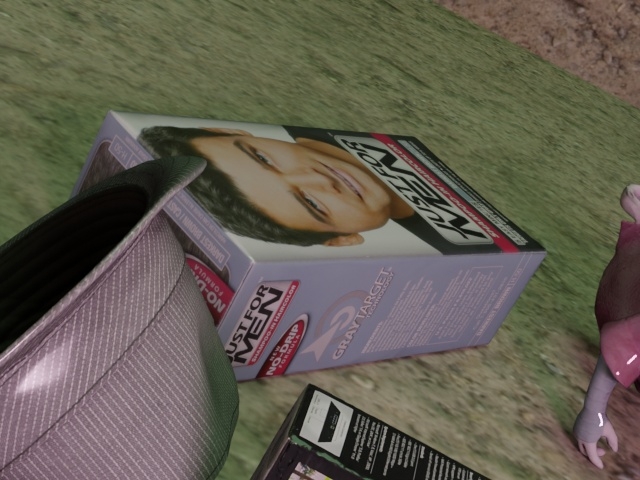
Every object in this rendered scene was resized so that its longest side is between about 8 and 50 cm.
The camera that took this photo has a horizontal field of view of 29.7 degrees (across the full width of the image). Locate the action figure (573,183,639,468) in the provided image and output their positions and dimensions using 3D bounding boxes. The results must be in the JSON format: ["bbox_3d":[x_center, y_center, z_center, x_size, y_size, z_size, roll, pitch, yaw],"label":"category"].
[{"bbox_3d":[0.357,0.079,1.003,0.248,0.275,0.370,14,-6,7],"label":"action figure"}]

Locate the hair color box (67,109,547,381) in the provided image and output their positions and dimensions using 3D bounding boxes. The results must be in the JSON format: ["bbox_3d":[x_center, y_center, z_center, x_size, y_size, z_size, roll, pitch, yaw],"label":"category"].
[{"bbox_3d":[0.000,0.000,0.979,0.374,0.113,0.185,-2,38,-49],"label":"hair color box"}]

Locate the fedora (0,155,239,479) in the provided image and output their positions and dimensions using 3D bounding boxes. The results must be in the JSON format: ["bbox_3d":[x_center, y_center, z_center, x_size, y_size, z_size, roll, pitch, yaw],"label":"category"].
[{"bbox_3d":[-0.123,0.075,0.577,0.124,0.243,0.275,51,-26,-16],"label":"fedora"}]

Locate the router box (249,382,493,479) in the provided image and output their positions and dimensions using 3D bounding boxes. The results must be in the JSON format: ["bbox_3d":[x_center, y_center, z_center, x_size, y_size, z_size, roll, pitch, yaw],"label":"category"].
[{"bbox_3d":[0.010,0.164,0.499,0.133,0.179,0.046,29,26,-2],"label":"router box"}]
